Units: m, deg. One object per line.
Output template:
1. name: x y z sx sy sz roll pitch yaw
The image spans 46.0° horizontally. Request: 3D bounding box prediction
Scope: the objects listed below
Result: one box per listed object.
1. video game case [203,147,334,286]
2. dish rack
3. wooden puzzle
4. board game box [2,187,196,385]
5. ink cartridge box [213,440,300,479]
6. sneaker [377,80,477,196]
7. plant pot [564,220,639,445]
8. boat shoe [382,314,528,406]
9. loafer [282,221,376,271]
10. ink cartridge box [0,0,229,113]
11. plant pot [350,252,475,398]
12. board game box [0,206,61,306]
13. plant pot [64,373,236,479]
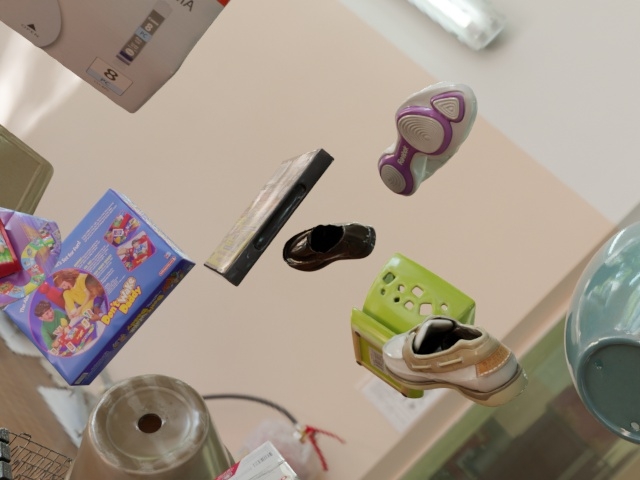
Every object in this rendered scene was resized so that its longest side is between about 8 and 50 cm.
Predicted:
1. video game case: -0.095 -0.039 1.268 0.035 0.248 0.275 39 -8 -13
2. dish rack: -0.542 0.488 1.482 0.271 0.074 0.208 41 9 -38
3. wooden puzzle: -0.577 -0.109 1.266 0.239 0.044 0.221 48 39 -38
4. board game box: -0.465 0.098 1.586 0.233 0.347 0.078 42 1 16
5. ink cartridge box: -0.085 0.367 1.090 0.063 0.109 0.150 61 -14 -14
6. sneaker: 0.192 -0.192 1.271 0.114 0.152 0.305 47 -23 5
7. plant pot: 0.410 0.135 0.897 0.290 0.195 0.290 23 -55 37
8. boat shoe: 0.183 0.164 1.145 0.103 0.113 0.302 59 -26 -14
9. loafer: 0.000 0.000 1.355 0.078 0.080 0.220 23 -27 -38
10. ink cartridge box: -0.240 -0.308 0.770 0.308 0.091 0.385 36 -27 -21
11. plant pot: 0.194 0.205 1.697 0.227 0.207 0.228 33 -27 28
12. board game box: -0.399 0.005 0.895 0.168 0.133 0.033 14 -36 5
13. plant pot: -0.288 0.388 1.283 0.323 0.323 0.280 45 -37 32
